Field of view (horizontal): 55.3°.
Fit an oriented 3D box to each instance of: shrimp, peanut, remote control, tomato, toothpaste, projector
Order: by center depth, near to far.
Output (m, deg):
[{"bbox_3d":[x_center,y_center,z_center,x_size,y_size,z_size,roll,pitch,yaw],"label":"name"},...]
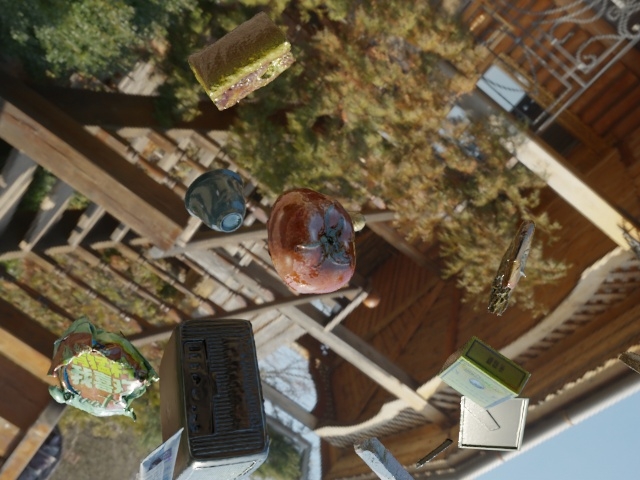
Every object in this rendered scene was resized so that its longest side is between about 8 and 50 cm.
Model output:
[{"bbox_3d":[-0.306,0.475,1.073,0.114,0.073,0.300,-21,130,-66],"label":"toothpaste"},{"bbox_3d":[0.229,0.429,1.234,0.091,0.016,0.034,-25,157,-28],"label":"remote control"},{"bbox_3d":[0.000,0.000,1.234,0.095,0.237,0.237,-15,-147,35],"label":"tomato"},{"bbox_3d":[0.455,0.067,1.449,0.150,0.068,0.249,-29,136,-59],"label":"shrimp"},{"bbox_3d":[0.076,-0.053,1.582,0.054,0.054,0.113,-56,-152,-12],"label":"peanut"},{"bbox_3d":[-0.305,0.461,1.706,0.405,0.241,0.396,124,-38,-53],"label":"projector"}]

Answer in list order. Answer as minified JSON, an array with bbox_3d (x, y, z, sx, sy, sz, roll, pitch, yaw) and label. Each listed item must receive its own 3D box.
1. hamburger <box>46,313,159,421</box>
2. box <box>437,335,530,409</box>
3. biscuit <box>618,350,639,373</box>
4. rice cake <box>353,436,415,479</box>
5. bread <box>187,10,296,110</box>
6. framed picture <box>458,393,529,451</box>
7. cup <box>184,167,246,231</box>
[{"bbox_3d":[-0.541,0.315,1.534,0.276,0.260,0.151,-57,-167,32],"label":"hamburger"},{"bbox_3d":[0.354,0.297,1.352,0.064,0.141,0.220,-51,169,-22],"label":"box"},{"bbox_3d":[0.848,0.335,1.513,0.049,0.208,0.181,-59,175,6],"label":"biscuit"},{"bbox_3d":[0.220,0.656,1.643,0.072,0.365,0.056,-26,-161,47],"label":"rice cake"},{"bbox_3d":[-0.141,-0.324,1.104,0.172,0.132,0.103,-34,146,0],"label":"bread"},{"bbox_3d":[0.491,0.523,1.750,0.016,0.184,0.250,-78,164,-52],"label":"framed picture"},{"bbox_3d":[-0.305,-0.101,1.905,0.199,0.199,0.150,-50,-129,18],"label":"cup"}]
